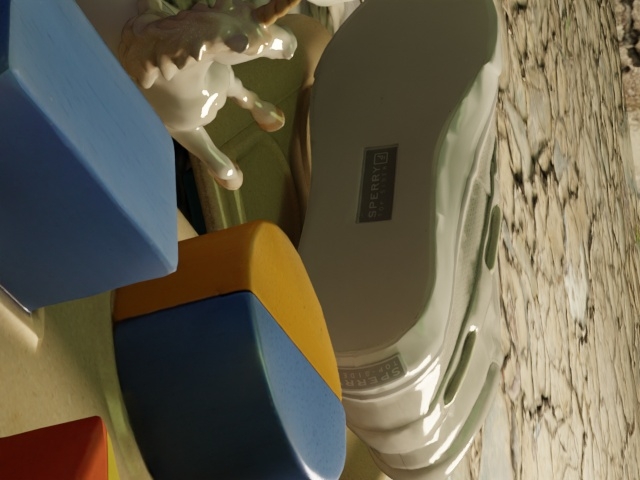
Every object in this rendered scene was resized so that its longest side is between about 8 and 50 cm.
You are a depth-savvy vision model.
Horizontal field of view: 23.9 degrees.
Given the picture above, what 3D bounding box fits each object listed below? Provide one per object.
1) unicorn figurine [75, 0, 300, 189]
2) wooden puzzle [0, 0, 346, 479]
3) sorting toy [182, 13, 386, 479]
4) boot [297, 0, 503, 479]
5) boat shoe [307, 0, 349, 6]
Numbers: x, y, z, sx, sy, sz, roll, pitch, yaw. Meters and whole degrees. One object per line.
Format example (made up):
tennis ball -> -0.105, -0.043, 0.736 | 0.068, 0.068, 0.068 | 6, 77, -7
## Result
unicorn figurine -> -0.052, -0.065, 0.514 | 0.060, 0.162, 0.111 | -62, 153, -9
wooden puzzle -> -0.055, 0.061, 0.401 | 0.322, 0.080, 0.348 | 56, 19, -54
sorting toy -> 0.000, 0.000, 0.790 | 0.307, 0.041, 0.229 | -48, 125, -66
boot -> 0.047, -0.009, 0.750 | 0.123, 0.095, 0.258 | 66, 31, -47
boat shoe -> -0.003, -0.197, 0.733 | 0.320, 0.103, 0.118 | 31, 55, -68
